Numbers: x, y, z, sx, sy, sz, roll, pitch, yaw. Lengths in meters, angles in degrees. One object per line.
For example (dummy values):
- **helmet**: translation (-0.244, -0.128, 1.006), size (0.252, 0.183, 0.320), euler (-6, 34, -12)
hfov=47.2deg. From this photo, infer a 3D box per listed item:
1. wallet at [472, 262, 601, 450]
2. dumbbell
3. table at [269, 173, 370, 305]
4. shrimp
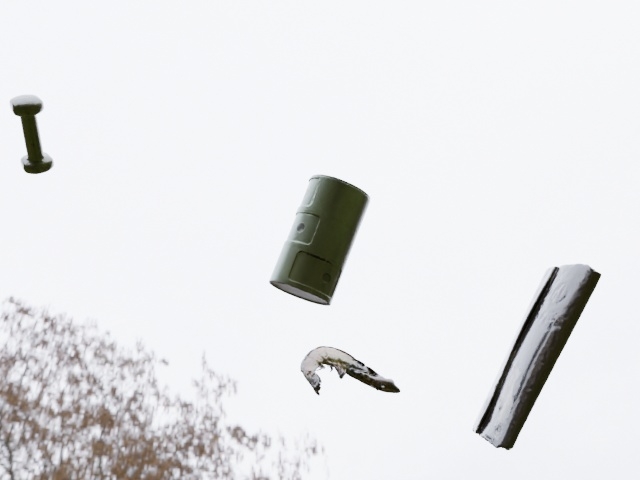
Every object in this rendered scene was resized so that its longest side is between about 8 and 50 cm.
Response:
- **wallet**: translation (0.342, 0.183, 1.201), size (0.044, 0.170, 0.321), euler (30, -96, -5)
- **dumbbell**: translation (-0.429, -0.157, 1.090), size (0.046, 0.052, 0.118), euler (-20, -49, -30)
- **table**: translation (0.000, 0.000, 1.380), size (0.126, 0.220, 0.126), euler (20, -12, 4)
- **shrimp**: translation (0.049, 0.270, 1.416), size (0.195, 0.148, 0.035), euler (25, -66, 21)
